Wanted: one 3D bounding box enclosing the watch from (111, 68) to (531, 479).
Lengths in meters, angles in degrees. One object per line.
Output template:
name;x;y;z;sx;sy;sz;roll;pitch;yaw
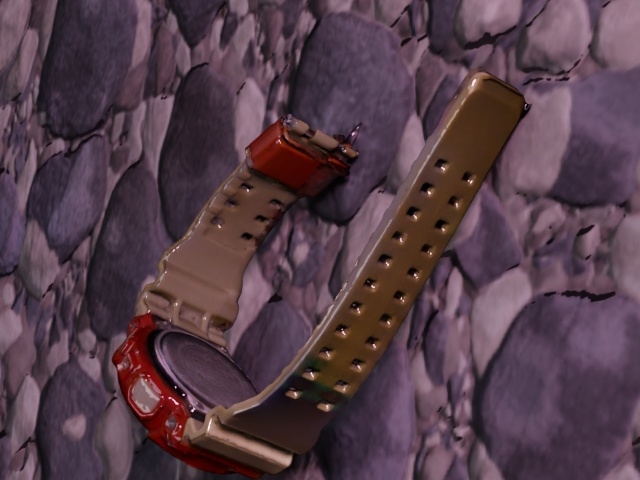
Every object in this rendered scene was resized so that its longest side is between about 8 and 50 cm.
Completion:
watch;-0.006;0.003;1.043;0.268;0.102;0.165;-57;35;10
